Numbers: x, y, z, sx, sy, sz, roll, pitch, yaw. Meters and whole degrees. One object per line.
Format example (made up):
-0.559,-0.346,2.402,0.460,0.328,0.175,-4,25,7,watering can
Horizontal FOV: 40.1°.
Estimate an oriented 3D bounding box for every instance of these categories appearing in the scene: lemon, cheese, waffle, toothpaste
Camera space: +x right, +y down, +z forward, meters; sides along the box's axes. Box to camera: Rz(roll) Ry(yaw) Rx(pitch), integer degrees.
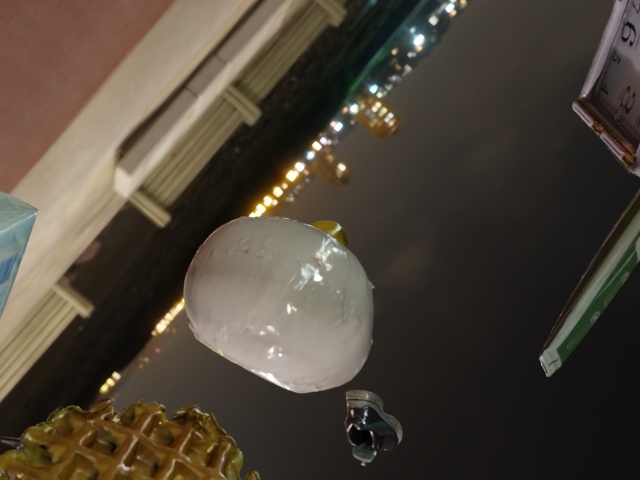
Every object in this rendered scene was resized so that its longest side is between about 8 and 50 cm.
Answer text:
0.000,0.000,1.784,0.110,0.082,0.082,-14,174,-15,lemon
-0.038,0.057,0.849,0.155,0.198,0.189,-62,173,-4,cheese
-0.203,0.292,0.913,0.324,0.302,0.068,-4,138,-34,waffle
0.459,0.043,1.390,0.392,0.061,0.099,-53,147,-9,toothpaste

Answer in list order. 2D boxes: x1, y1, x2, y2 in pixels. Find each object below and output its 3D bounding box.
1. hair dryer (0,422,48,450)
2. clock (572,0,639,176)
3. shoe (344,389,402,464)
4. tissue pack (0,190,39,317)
-0.368,0.277,1.189,0.248,0.195,0.078,76,21,-69,hair dryer
0.381,-0.207,0.965,0.186,0.083,0.253,-112,-155,-49,clock
0.082,0.329,1.481,0.071,0.169,0.099,-4,-132,28,shoe
-0.427,0.082,0.989,0.263,0.089,0.177,-63,177,18,tissue pack
